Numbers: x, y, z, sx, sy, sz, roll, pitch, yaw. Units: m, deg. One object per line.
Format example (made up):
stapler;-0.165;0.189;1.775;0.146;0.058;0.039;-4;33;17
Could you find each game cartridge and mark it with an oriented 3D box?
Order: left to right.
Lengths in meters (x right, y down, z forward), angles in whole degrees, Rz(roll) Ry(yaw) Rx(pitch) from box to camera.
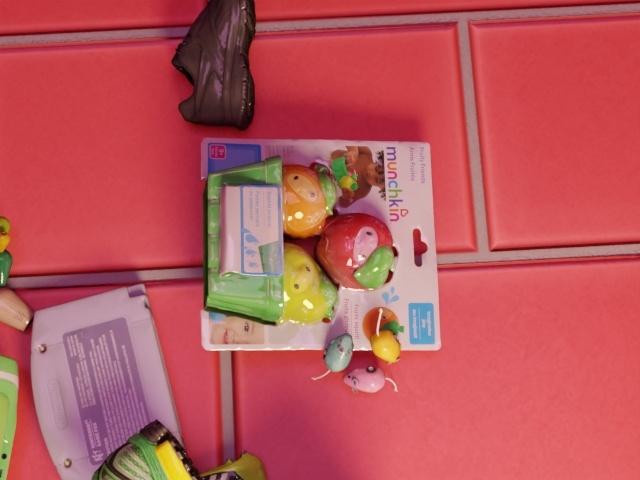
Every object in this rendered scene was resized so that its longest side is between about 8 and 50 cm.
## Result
game cartridge;-0.317;0.226;1.755;0.196;0.060;0.294;-14;75;-7

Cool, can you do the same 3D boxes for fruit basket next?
fruit basket;0.000;0.000;1.758;0.353;0.165;0.327;0;75;-3

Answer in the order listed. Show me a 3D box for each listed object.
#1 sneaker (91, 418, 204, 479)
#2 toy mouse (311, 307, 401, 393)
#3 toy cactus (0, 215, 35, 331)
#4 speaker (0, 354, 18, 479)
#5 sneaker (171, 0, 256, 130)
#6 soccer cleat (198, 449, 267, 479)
sneaker;-0.184;0.423;1.624;0.146;0.134;0.344;-33;81;-7
toy mouse;0.052;0.184;1.731;0.143;0.161;0.031;-21;39;10
toy cactus;-0.505;0.067;1.782;0.180;0.112;0.219;33;69;-1
speaker;-0.510;0.308;1.696;0.131;0.131;0.297;7;75;2
sneaker;-0.167;-0.312;1.873;0.130;0.109;0.286;0;73;7
soccer cleat;-0.161;0.365;1.714;0.178;0.060;0.072;-23;75;-9
